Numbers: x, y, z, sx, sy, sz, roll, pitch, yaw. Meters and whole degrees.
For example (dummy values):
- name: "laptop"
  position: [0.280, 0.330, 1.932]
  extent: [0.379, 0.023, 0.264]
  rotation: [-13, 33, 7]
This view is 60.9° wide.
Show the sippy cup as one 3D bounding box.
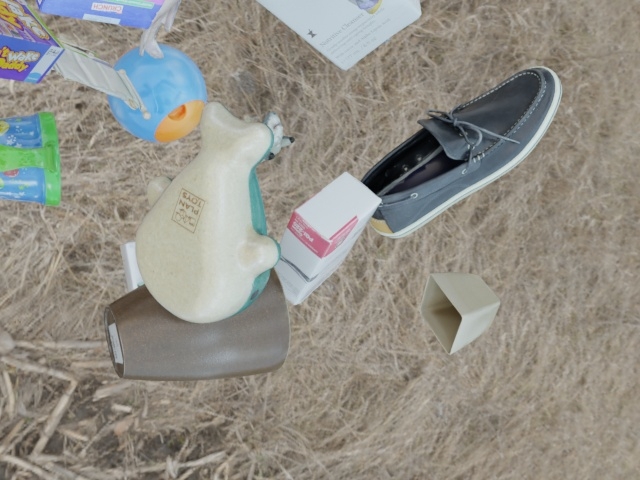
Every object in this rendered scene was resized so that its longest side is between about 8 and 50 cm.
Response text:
- name: "sippy cup"
  position: [-0.757, -0.195, 1.307]
  extent: [0.224, 0.240, 0.305]
  rotation: [-5, 154, -30]

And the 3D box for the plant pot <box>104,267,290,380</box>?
- name: "plant pot"
  position: [-0.199, 0.128, 0.834]
  extent: [0.231, 0.215, 0.215]
  rotation: [-11, 121, -32]

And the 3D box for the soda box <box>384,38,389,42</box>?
- name: "soda box"
  position: [0.146, -0.709, 1.792]
  extent: [0.058, 0.183, 0.063]
  rotation: [-33, 147, -35]

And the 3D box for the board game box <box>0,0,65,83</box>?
- name: "board game box"
  position: [-0.551, -0.376, 0.728]
  extent: [0.078, 0.233, 0.347]
  rotation: [-41, 89, 17]

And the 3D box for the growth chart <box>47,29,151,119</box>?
- name: "growth chart"
  position: [-0.440, -0.324, 1.020]
  extent: [0.021, 0.172, 0.237]
  rotation: [-44, 148, 20]

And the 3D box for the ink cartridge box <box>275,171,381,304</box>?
- name: "ink cartridge box"
  position: [0.000, 0.000, 1.006]
  extent: [0.158, 0.092, 0.218]
  rotation: [-40, 165, -38]

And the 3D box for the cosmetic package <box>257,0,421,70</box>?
- name: "cosmetic package"
  position: [-0.009, -0.524, 1.022]
  extent: [0.385, 0.156, 0.217]
  rotation: [23, 143, -39]

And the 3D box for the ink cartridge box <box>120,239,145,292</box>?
- name: "ink cartridge box"
  position: [-0.303, 0.121, 1.181]
  extent: [0.201, 0.117, 0.278]
  rotation: [-11, 92, -24]

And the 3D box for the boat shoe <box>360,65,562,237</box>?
- name: "boat shoe"
  position: [0.289, -0.202, 1.164]
  extent: [0.500, 0.186, 0.156]
  rotation: [-38, 135, 10]

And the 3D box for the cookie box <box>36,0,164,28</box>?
- name: "cookie box"
  position: [-0.190, -0.232, 0.443]
  extent: [0.092, 0.107, 0.040]
  rotation: [-11, 161, -45]

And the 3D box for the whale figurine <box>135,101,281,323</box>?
- name: "whale figurine"
  position: [-0.124, -0.030, 0.693]
  extent: [0.141, 0.216, 0.272]
  rotation: [-11, 125, -59]

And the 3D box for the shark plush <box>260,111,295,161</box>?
- name: "shark plush"
  position: [-0.113, -0.180, 0.991]
  extent: [0.073, 0.161, 0.067]
  rotation: [-43, 108, -28]

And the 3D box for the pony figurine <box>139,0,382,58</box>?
- name: "pony figurine"
  position: [-0.075, -0.394, 0.608]
  extent: [0.364, 0.303, 0.350]
  rotation: [11, 70, -22]

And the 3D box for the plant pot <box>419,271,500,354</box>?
- name: "plant pot"
  position: [0.252, 0.119, 0.973]
  extent: [0.096, 0.109, 0.109]
  rotation: [-14, 136, -19]

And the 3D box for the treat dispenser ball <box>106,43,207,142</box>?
- name: "treat dispenser ball"
  position: [-0.486, -0.438, 1.632]
  extent: [0.288, 0.288, 0.288]
  rotation: [-12, 121, -21]
